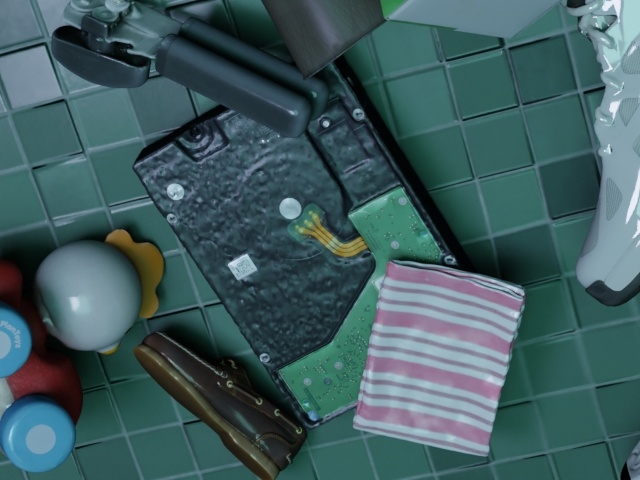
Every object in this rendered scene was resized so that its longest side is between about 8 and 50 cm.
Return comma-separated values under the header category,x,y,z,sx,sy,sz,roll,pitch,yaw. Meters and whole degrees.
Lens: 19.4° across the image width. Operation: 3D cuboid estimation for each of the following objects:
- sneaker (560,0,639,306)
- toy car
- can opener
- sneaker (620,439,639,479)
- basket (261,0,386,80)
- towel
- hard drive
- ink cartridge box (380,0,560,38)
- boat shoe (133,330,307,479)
category,x,y,z,sx,sy,sz,roll,pitch,yaw
sneaker,0.283,-0.177,1.753,0.258,0.169,0.447,25,104,6
toy car,-0.255,0.089,1.901,0.238,0.219,0.210,-26,108,-15
can opener,-0.125,-0.169,1.795,0.280,0.074,0.093,23,132,17
sneaker,0.493,0.222,1.876,0.323,0.130,0.236,-40,98,13
basket,-0.008,-0.293,1.718,0.227,0.204,0.154,52,145,-6
towel,0.117,0.120,1.867,0.144,0.029,0.197,12,112,2
hard drive,0.000,0.000,1.882,0.237,0.064,0.339,-29,104,16
ink cartridge box,0.117,-0.296,1.655,0.153,0.208,0.087,2,156,-35
boat shoe,-0.103,0.161,1.958,0.207,0.073,0.073,45,72,-14
